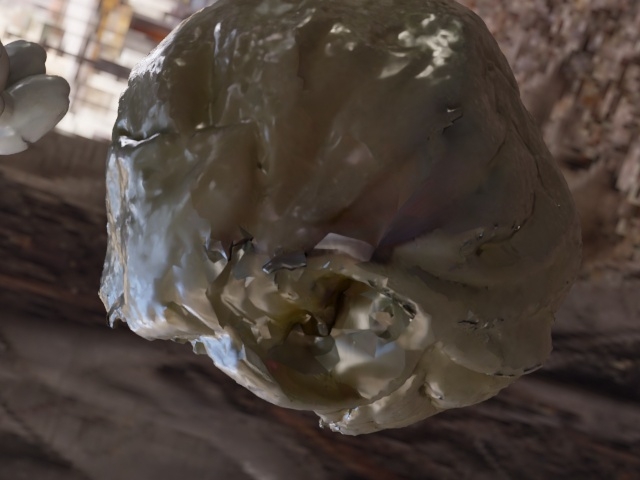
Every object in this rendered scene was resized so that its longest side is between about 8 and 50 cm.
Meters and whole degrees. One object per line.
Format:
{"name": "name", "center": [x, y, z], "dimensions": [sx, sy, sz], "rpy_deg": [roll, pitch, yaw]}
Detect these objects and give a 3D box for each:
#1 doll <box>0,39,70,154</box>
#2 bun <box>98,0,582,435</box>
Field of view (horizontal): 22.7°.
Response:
{"name": "doll", "center": [-0.253, -0.131, 1.072], "dimensions": [0.144, 0.271, 0.208], "rpy_deg": [-42, 48, 3]}
{"name": "bun", "center": [0.011, -0.011, 0.882], "dimensions": [0.205, 0.281, 0.282], "rpy_deg": [-100, 29, -66]}
